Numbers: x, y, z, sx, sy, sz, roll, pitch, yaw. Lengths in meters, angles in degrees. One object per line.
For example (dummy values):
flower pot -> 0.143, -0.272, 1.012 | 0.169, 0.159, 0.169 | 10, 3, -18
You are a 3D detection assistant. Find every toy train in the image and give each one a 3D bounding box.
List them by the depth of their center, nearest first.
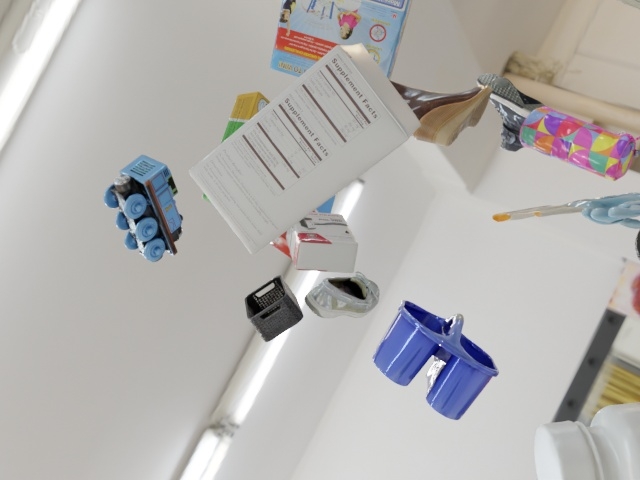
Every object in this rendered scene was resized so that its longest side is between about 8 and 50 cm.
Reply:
toy train -> -0.282, -0.047, 1.156 | 0.105, 0.080, 0.184 | -44, -38, -29

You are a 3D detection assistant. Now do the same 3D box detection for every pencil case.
pencil case -> 0.538, -0.206, 1.456 | 0.104, 0.236, 0.104 | -30, -46, -37

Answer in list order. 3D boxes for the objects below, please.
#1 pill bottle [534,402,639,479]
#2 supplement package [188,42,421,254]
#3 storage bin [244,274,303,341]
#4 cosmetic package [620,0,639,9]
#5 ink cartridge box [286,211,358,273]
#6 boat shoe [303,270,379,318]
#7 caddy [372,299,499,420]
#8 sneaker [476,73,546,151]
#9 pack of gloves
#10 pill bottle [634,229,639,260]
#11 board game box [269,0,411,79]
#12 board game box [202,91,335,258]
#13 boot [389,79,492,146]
pill bottle -> 0.357, 0.239, 0.746 | 0.131, 0.229, 0.131 | -5, -90, -89
supplement package -> -0.016, -0.116, 0.874 | 0.244, 0.134, 0.139 | -36, 5, 22
storage bin -> -0.125, 0.178, 1.854 | 0.122, 0.180, 0.084 | -33, -72, 0
cosmetic package -> 0.474, -0.517, 1.013 | 0.160, 0.113, 0.309 | 7, -58, -34
ink cartridge box -> 0.000, 0.000, 1.182 | 0.099, 0.135, 0.056 | 3, -67, -12
boat shoe -> 0.082, 0.147, 1.986 | 0.320, 0.118, 0.103 | 2, -48, -52
caddy -> 0.252, 0.232, 1.495 | 0.179, 0.241, 0.341 | -56, -6, 5
sneaker -> 0.501, -0.341, 1.910 | 0.086, 0.226, 0.163 | -27, -35, -22
pack of gloves -> 0.349, -0.026, 0.787 | 0.232, 0.195, 0.046 | -9, -85, -25
pill bottle -> 0.579, 0.056, 1.070 | 0.219, 0.123, 0.122 | 45, -108, -33
board game box -> 0.054, -0.539, 1.744 | 0.086, 0.308, 0.302 | -58, -15, -59
board game box -> -0.088, -0.125, 1.482 | 0.316, 0.064, 0.242 | 36, -118, -46
boot -> 0.236, -0.304, 1.493 | 0.248, 0.207, 0.090 | -42, -26, -39
